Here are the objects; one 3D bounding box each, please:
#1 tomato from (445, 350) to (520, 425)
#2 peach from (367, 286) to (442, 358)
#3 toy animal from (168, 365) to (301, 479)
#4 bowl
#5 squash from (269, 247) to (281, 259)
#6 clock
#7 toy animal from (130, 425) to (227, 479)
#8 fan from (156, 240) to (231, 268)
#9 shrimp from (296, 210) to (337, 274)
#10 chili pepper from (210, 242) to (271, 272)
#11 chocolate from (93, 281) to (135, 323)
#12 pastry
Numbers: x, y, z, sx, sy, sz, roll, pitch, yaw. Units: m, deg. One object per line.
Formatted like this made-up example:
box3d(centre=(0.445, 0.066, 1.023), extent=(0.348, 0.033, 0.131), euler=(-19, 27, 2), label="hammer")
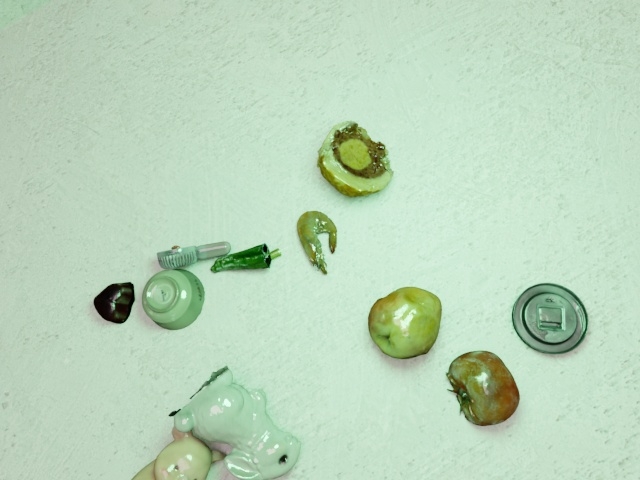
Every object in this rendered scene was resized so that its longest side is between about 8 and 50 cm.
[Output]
box3d(centre=(0.471, 0.420, 1.340), extent=(0.180, 0.155, 0.214), euler=(-24, 71, -4), label="tomato")
box3d(centre=(0.266, 0.241, 1.402), extent=(0.235, 0.214, 0.214), euler=(-31, 71, -21), label="peach")
box3d(centre=(-0.236, 0.562, 1.373), extent=(0.357, 0.194, 0.258), euler=(46, 59, 10), label="toy animal")
box3d(centre=(-0.504, 0.187, 1.555), extent=(0.211, 0.112, 0.212), euler=(-2, 74, 9), label="bowl")
box3d(centre=(-0.175, 0.056, 1.592), extent=(0.083, 0.027, 0.027), euler=(-28, 72, -2), label="squash")
box3d(centre=(0.692, 0.237, 1.419), extent=(0.214, 0.042, 0.215), euler=(-2, 74, 7), label="clock")
box3d(centre=(-0.435, 0.690, 1.341), extent=(0.256, 0.213, 0.195), euler=(-38, 107, 5), label="toy animal")
box3d(centre=(-0.426, 0.042, 1.588), extent=(0.244, 0.130, 0.074), euler=(-11, 91, -10), label="fan")
box3d(centre=(-0.001, 0.002, 1.583), extent=(0.132, 0.053, 0.236), euler=(-12, 68, -17), label="shrimp")
box3d(centre=(-0.275, 0.076, 1.575), extent=(0.226, 0.059, 0.088), euler=(-15, 81, 19), label="chili pepper")
box3d(centre=(-0.711, 0.201, 1.593), extent=(0.125, 0.080, 0.149), euler=(12, 77, 10), label="chocolate")
box3d(centre=(0.102, -0.244, 1.569), extent=(0.256, 0.170, 0.237), euler=(34, 61, -14), label="pastry")
